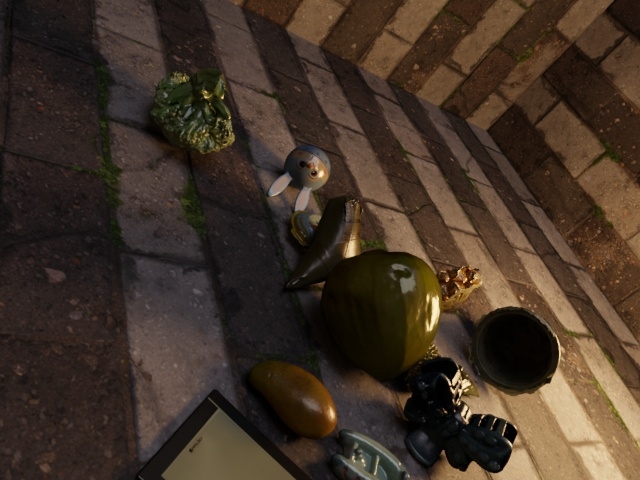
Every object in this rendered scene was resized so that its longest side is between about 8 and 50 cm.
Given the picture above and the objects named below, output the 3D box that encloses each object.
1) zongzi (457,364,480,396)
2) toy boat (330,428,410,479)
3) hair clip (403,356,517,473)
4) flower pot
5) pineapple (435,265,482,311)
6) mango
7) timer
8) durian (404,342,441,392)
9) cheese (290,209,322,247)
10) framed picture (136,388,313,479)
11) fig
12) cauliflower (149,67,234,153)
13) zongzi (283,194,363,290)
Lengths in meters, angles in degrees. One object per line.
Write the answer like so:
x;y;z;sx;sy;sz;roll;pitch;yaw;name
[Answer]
0.419;0.462;1.716;0.130;0.062;0.154;52;38;-6;zongzi
0.122;0.514;1.309;0.208;0.079;0.134;38;29;-3;toy boat
0.341;0.461;1.487;0.310;0.206;0.194;48;29;9;hair clip
0.663;0.350;1.938;0.290;0.290;0.259;53;21;17;flower pot
0.451;0.178;2.004;0.236;0.186;0.114;-18;58;-5;pineapple
-0.059;0.351;1.299;0.227;0.099;0.136;37;38;8;mango
-0.057;-0.221;1.923;0.175;0.175;0.255;37;33;-7;timer
0.307;0.334;1.632;0.146;0.102;0.208;27;72;-62;durian
-0.002;-0.035;1.840;0.177;0.069;0.270;51;32;12;cheese
-0.150;0.480;1.115;0.347;0.016;0.265;43;32;0;framed picture
0.169;0.192;1.535;0.343;0.343;0.343;28;34;-21;fig
-0.364;-0.394;1.718;0.275;0.250;0.272;27;33;-14;cauliflower
0.000;0.000;1.662;0.289;0.123;0.260;-5;99;-45;zongzi
